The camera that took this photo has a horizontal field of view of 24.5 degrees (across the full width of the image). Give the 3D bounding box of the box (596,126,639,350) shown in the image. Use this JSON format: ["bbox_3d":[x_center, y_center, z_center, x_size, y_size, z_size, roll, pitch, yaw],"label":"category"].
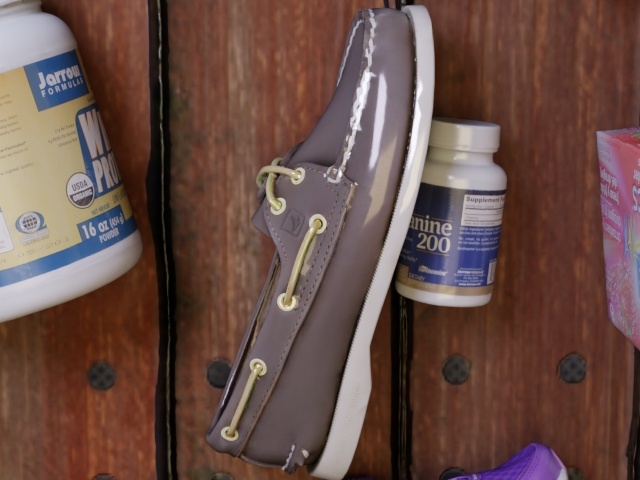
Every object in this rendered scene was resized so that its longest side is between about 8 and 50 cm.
[{"bbox_3d":[0.271,0.009,0.880,0.154,0.300,0.142,-6,100,-2],"label":"box"}]

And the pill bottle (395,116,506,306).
[{"bbox_3d":[0.089,-0.020,0.986,0.067,0.067,0.120,6,100,-3],"label":"pill bottle"}]

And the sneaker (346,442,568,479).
[{"bbox_3d":[0.057,0.201,1.017,0.236,0.095,0.104,-34,92,5],"label":"sneaker"}]

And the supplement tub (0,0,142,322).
[{"bbox_3d":[-0.208,-0.059,0.929,0.144,0.144,0.200,-17,101,1],"label":"supplement tub"}]

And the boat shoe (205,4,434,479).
[{"bbox_3d":[0.000,0.000,0.965,0.096,0.116,0.324,10,105,-7],"label":"boat shoe"}]
